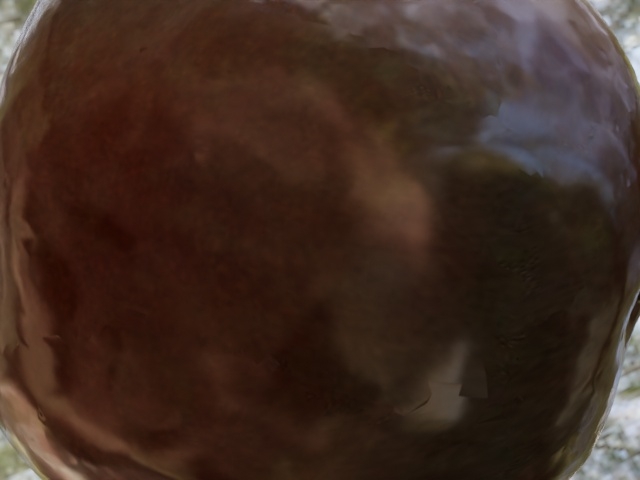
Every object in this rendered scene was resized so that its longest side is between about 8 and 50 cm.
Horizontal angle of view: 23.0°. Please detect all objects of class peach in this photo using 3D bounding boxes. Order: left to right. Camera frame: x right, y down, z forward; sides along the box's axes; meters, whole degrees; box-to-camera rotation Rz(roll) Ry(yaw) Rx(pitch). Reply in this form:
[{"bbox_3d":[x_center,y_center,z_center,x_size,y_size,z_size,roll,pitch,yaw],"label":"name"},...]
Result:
[{"bbox_3d":[0.000,0.000,0.566,0.252,0.252,0.252,26,-55,45],"label":"peach"}]
